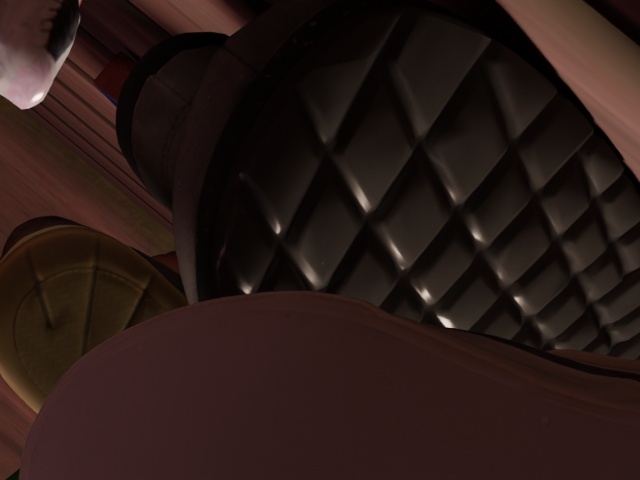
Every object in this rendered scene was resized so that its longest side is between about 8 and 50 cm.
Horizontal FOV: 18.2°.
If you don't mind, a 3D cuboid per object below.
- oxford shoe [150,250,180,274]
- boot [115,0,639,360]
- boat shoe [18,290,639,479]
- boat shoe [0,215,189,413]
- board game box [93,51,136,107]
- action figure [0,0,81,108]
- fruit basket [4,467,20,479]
[{"bbox_3d":[0.050,0.083,0.836,0.397,0.146,0.140,41,151,48],"label":"oxford shoe"},{"bbox_3d":[0.000,0.000,0.611,0.223,0.118,0.338,43,173,35],"label":"boot"},{"bbox_3d":[0.066,0.064,0.398,0.267,0.096,0.088,-2,165,27],"label":"boat shoe"},{"bbox_3d":[-0.029,0.074,0.687,0.223,0.080,0.073,48,-171,-20],"label":"boat shoe"},{"bbox_3d":[0.003,0.006,1.098,0.281,0.027,0.145,38,176,21],"label":"board game box"},{"bbox_3d":[-0.195,-0.079,0.423,0.370,0.248,0.276,-5,-146,-47],"label":"action figure"},{"bbox_3d":[-0.008,0.196,1.031,0.392,0.392,0.283,-159,46,-75],"label":"fruit basket"}]
